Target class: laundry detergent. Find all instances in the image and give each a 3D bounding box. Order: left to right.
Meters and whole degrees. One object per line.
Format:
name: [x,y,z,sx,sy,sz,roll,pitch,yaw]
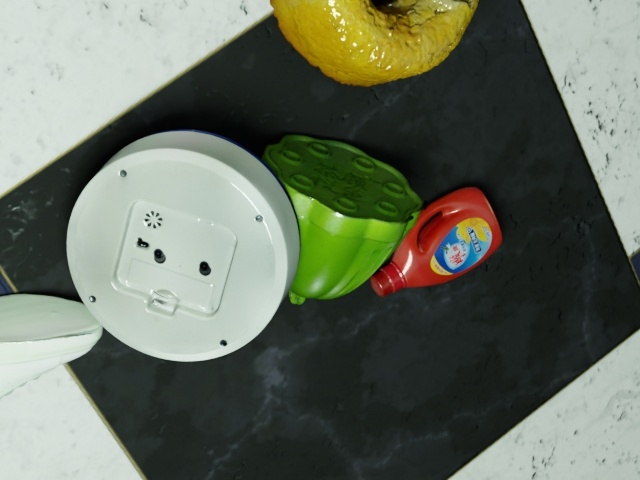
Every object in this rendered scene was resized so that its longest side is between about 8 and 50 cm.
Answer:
laundry detergent: [0.129,0.009,1.800,0.165,0.049,0.097,-30,113,-15]

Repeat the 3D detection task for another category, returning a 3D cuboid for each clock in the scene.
clock: [-0.139,0.007,1.567,0.230,0.083,0.230,4,112,11]

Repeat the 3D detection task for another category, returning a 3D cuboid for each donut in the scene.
donut: [0.062,-0.287,1.626,0.254,0.118,0.253,-3,95,-32]

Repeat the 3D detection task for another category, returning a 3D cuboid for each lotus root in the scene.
lotus root: [0.000,0.000,1.671,0.186,0.186,0.186,-10,112,-25]

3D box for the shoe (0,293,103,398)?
shoe: [-0.353,0.130,1.567,0.265,0.095,0.110,-7,121,-23]
